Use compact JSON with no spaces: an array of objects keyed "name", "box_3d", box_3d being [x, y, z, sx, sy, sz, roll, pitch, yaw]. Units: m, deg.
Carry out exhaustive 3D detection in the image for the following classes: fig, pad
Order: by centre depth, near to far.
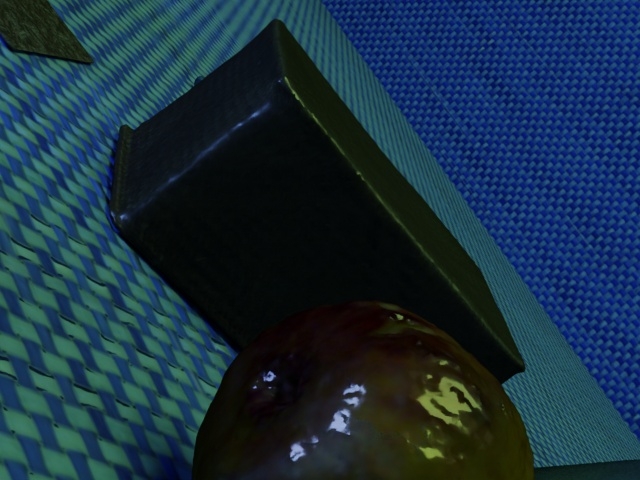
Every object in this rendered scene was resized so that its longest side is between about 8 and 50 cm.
[{"name":"fig","box_3d":[0.034,0.156,0.588,0.159,0.159,0.257,-108,178,-62]},{"name":"pad","box_3d":[-0.261,-0.223,0.905,0.235,0.003,0.158,52,10,3]}]

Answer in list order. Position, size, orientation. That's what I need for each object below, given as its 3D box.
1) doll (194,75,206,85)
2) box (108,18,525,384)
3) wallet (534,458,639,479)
[{"name":"doll","box_3d":[-0.046,-0.094,1.229,0.206,0.067,0.110,43,23,13]},{"name":"box","box_3d":[-0.002,0.002,0.872,0.273,0.143,0.184,48,11,-22]},{"name":"wallet","box_3d":[0.302,0.191,0.972,0.191,0.379,0.046,13,69,-79]}]
